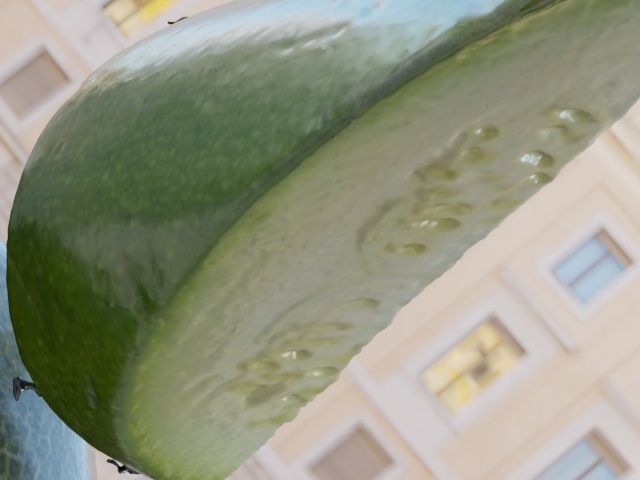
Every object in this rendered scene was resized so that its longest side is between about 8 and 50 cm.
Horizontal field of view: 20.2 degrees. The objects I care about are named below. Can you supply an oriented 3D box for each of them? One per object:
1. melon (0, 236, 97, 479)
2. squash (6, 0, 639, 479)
[{"bbox_3d":[-0.213,0.124,0.753,0.237,0.302,0.237,6,-12,1],"label":"melon"},{"bbox_3d":[0.000,0.000,0.577,0.111,0.203,0.288,4,0,-36],"label":"squash"}]
